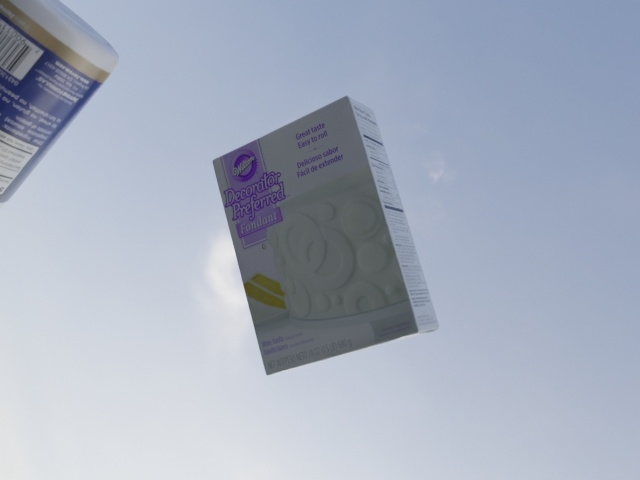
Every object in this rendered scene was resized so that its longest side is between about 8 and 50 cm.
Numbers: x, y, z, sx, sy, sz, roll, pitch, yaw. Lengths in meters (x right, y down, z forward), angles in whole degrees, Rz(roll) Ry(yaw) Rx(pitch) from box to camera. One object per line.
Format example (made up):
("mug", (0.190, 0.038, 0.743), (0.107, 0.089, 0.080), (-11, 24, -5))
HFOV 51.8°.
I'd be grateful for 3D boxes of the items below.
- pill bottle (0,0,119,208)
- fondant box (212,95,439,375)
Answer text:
("pill bottle", (-0.205, -0.072, 0.382), (0.169, 0.094, 0.094), (-49, -117, 5))
("fondant box", (0.000, 0.000, 0.930), (0.239, 0.096, 0.330), (-21, -103, 25))
